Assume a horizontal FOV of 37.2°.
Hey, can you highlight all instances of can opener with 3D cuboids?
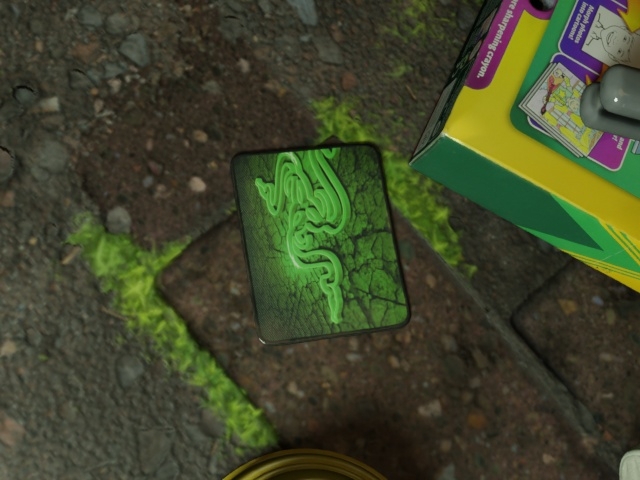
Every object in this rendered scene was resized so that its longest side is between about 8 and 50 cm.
[{"bbox_3d":[0.378,-0.080,0.877,0.283,0.076,0.095,13,72,-11],"label":"can opener"}]

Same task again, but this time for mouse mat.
[{"bbox_3d":[0.000,0.000,0.905,0.152,0.007,0.190,-7,75,-16],"label":"mouse mat"}]

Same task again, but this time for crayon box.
[{"bbox_3d":[0.307,-0.163,0.978,0.313,0.106,0.363,29,70,-6],"label":"crayon box"}]

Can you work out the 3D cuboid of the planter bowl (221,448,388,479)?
[{"bbox_3d":[-0.005,0.256,0.754,0.217,0.090,0.217,4,58,-6],"label":"planter bowl"}]

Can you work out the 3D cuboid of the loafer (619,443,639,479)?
[{"bbox_3d":[0.384,0.314,0.863,0.111,0.112,0.319,-30,91,-25],"label":"loafer"}]
